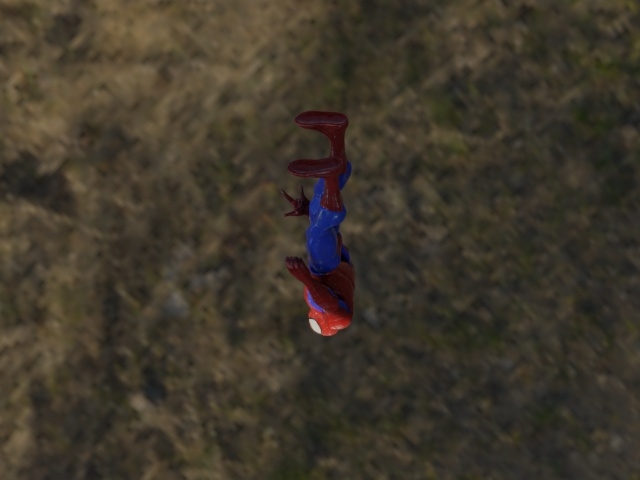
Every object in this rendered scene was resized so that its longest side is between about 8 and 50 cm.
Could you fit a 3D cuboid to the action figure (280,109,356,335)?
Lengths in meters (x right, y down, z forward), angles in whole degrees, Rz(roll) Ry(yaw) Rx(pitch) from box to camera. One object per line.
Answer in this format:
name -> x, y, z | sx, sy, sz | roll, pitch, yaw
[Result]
action figure -> 0.000, 0.000, 0.756 | 0.030, 0.115, 0.038 | -2, 50, 4
